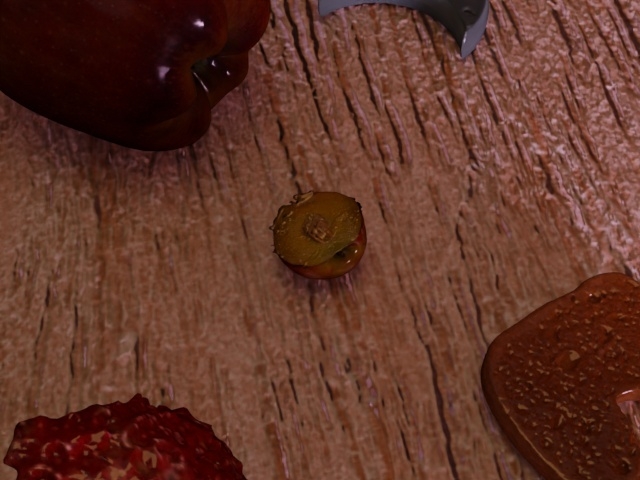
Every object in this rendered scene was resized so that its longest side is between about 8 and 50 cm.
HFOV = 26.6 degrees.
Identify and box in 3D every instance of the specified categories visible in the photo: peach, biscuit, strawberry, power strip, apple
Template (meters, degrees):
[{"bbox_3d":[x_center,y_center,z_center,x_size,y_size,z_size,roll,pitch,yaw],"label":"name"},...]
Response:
[{"bbox_3d":[0.000,0.001,1.289,0.098,0.061,0.098,-11,45,12],"label":"peach"},{"bbox_3d":[0.247,0.132,1.196,0.192,0.036,0.186,-29,60,-18],"label":"biscuit"},{"bbox_3d":[-0.152,0.249,1.009,0.257,0.261,0.261,43,65,11],"label":"strawberry"},{"bbox_3d":[0.089,-0.280,1.502,0.216,0.044,0.137,21,57,17],"label":"power strip"},{"bbox_3d":[-0.214,-0.246,1.354,0.317,0.288,0.288,37,62,15],"label":"apple"}]
